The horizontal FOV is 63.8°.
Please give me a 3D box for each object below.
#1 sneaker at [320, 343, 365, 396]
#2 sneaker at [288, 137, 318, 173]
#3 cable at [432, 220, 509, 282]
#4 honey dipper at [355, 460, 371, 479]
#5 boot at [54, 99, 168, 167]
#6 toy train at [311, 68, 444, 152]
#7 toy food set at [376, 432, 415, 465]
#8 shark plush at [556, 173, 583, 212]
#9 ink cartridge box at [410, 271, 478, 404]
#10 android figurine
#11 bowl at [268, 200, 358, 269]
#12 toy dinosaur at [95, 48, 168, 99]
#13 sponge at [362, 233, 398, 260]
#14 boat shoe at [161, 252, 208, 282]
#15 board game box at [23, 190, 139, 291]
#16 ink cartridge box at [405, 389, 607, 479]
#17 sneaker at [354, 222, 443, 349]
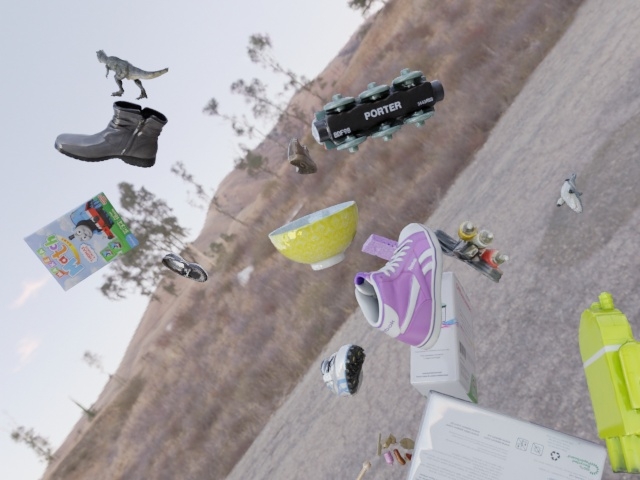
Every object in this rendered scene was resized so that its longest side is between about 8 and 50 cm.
[{"bbox_3d":[0.037,0.245,0.965,0.237,0.086,0.085,84,-157,-65],"label":"sneaker"},{"bbox_3d":[-0.048,-0.244,1.504,0.188,0.066,0.071,32,-126,-78],"label":"sneaker"},{"bbox_3d":[0.321,0.016,1.109,0.072,0.139,0.287,-45,2,2],"label":"cable"},{"bbox_3d":[0.067,0.556,1.131,0.161,0.030,0.030,-58,0,3],"label":"honey dipper"},{"bbox_3d":[-0.700,-0.374,1.721,0.337,0.118,0.223,1,-42,-29],"label":"boot"},{"bbox_3d":[0.134,-0.313,1.268,0.333,0.142,0.190,-21,10,-4],"label":"toy train"},{"bbox_3d":[0.197,0.543,1.324,0.019,0.122,0.078,128,159,-49],"label":"toy food set"},{"bbox_3d":[0.784,-0.148,1.604,0.161,0.067,0.073,-62,-6,-51],"label":"shark plush"},{"bbox_3d":[0.308,0.248,1.284,0.117,0.201,0.278,-11,54,25],"label":"ink cartridge box"},{"bbox_3d":[0.470,0.222,0.818,0.248,0.056,0.273,58,-150,-61],"label":"android figurine"},{"bbox_3d":[0.000,0.000,1.602,0.289,0.156,0.289,-21,9,3],"label":"bowl"},{"bbox_3d":[-0.557,-0.473,1.493,0.064,0.268,0.118,-49,-27,-53],"label":"toy dinosaur"},{"bbox_3d":[0.265,0.040,1.867,0.117,0.209,0.031,122,166,-64],"label":"sponge"},{"bbox_3d":[-0.339,0.071,1.282,0.046,0.125,0.038,-61,-8,22],"label":"boat shoe"},{"bbox_3d":[-0.591,0.001,1.283,0.211,0.160,0.039,-37,23,-19],"label":"board game box"},{"bbox_3d":[0.320,0.489,0.955,0.071,0.323,0.331,48,-121,-79],"label":"ink cartridge box"},{"bbox_3d":[0.145,0.055,0.983,0.102,0.160,0.282,-53,23,42],"label":"sneaker"}]
